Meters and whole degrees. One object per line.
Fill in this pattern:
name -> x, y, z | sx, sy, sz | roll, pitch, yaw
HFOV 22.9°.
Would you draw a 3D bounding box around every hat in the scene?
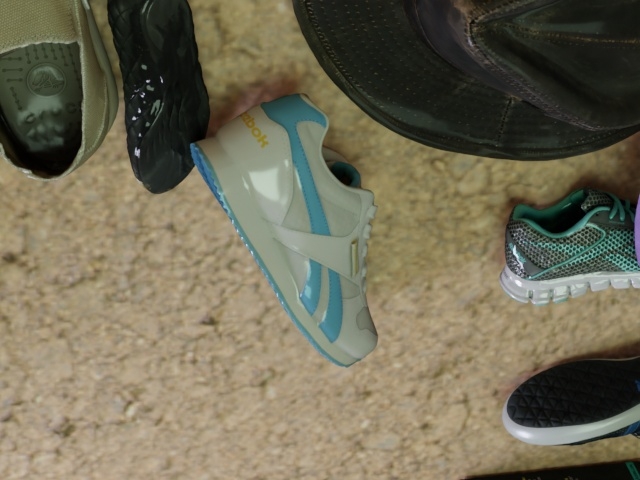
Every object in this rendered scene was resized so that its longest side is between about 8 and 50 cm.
hat -> 0.150, -0.147, 0.963 | 0.331, 0.134, 0.331 | -5, 129, -6

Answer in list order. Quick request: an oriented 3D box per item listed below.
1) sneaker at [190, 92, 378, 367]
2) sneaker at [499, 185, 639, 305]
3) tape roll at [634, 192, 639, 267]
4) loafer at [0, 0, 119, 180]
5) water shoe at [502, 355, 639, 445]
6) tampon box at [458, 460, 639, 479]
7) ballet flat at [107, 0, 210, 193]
sneaker -> 0.000, 0.000, 1.077 | 0.092, 0.087, 0.229 | -32, 133, -3
sneaker -> 0.208, -0.006, 1.127 | 0.166, 0.065, 0.076 | -14, 123, -3
tape roll -> 0.312, -0.021, 1.078 | 0.189, 0.080, 0.189 | -14, 118, -27
loafer -> -0.184, -0.145, 0.927 | 0.102, 0.092, 0.268 | -19, 128, 4
water shoe -> 0.245, 0.133, 1.231 | 0.203, 0.073, 0.080 | -15, 130, 2
tampon box -> 0.199, 0.263, 1.291 | 0.161, 0.120, 0.101 | -5, 127, -6
ballet flat -> -0.105, -0.102, 1.016 | 0.057, 0.049, 0.173 | -25, 138, -27
